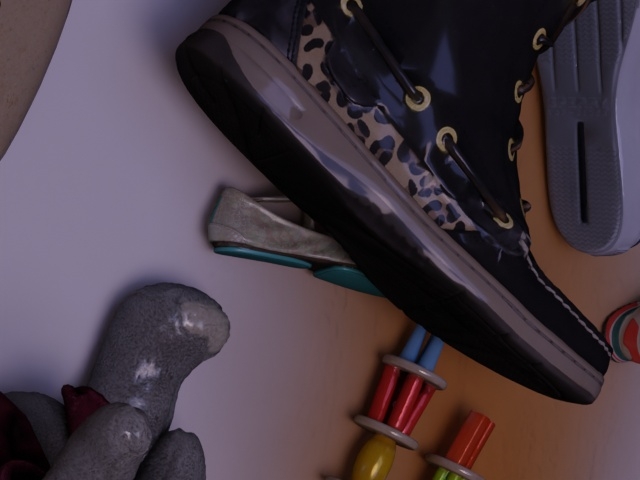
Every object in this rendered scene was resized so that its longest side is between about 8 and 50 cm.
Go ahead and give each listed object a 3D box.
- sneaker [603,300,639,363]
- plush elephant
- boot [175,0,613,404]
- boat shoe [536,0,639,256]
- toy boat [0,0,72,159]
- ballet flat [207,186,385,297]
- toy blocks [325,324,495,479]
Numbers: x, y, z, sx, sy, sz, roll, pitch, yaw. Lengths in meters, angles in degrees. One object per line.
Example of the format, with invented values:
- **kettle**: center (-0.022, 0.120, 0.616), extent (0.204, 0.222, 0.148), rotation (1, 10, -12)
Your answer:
- **sneaker**: center (0.308, 0.054, 1.311), extent (0.161, 0.075, 0.057), rotation (-31, 109, -23)
- **plush elephant**: center (-0.168, 0.174, 0.955), extent (0.272, 0.255, 0.330), rotation (16, 87, -29)
- **boot**: center (0.119, -0.095, 1.102), extent (0.377, 0.138, 0.284), rotation (42, 74, -15)
- **boat shoe**: center (0.227, -0.140, 1.246), extent (0.094, 0.109, 0.302), rotation (-16, 112, -43)
- **toy boat**: center (-0.276, -0.166, 0.903), extent (0.318, 0.148, 0.267), rotation (15, 98, -56)
- **ballet flat**: center (0.000, 0.000, 1.149), extent (0.168, 0.057, 0.052), rotation (16, 77, -30)
- **toy blocks**: center (0.084, 0.139, 1.208), extent (0.123, 0.054, 0.148), rotation (31, 79, -27)
